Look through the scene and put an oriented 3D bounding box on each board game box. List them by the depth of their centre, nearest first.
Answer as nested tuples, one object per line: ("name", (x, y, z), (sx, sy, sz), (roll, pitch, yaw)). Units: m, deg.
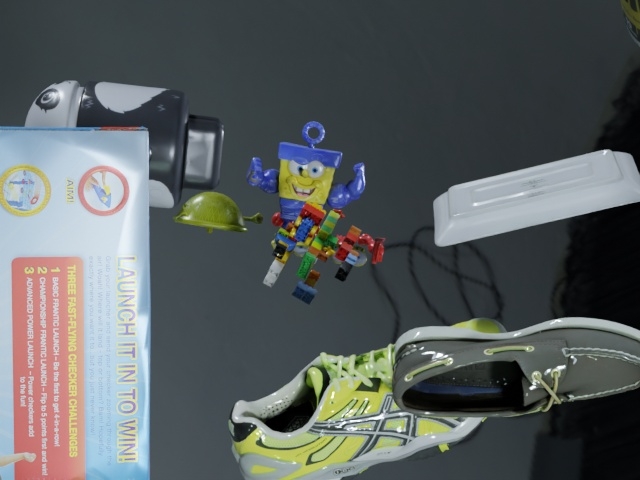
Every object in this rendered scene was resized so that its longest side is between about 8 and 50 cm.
("board game box", (-0.297, 0.055, 0.966), (0.302, 0.086, 0.308), (0, 95, -11))

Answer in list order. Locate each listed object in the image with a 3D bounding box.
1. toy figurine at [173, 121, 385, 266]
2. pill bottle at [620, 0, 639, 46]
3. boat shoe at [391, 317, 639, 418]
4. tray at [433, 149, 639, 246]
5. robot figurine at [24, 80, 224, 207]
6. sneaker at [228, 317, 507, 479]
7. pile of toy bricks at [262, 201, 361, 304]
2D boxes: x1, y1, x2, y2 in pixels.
("toy figurine", (-0.052, -0.105, 1.964), (0.362, 0.217, 0.191), (11, 14, 3))
("pill bottle", (0.308, -0.258, 0.978), (0.208, 0.119, 0.119), (53, 35, -54))
("boat shoe", (0.232, 0.156, 1.320), (0.091, 0.305, 0.109), (-76, 159, -52))
("tray", (0.276, -0.063, 1.482), (0.145, 0.270, 0.030), (-81, 155, -62))
("robot figurine", (-0.278, -0.139, 1.626), (0.278, 0.209, 0.174), (5, 62, -6))
("sneaker", (0.065, 0.200, 1.437), (0.145, 0.384, 0.147), (59, -4, 49))
("pile of toy bricks", (0.000, 0.000, 1.663), (0.118, 0.212, 0.105), (30, 57, 0))
